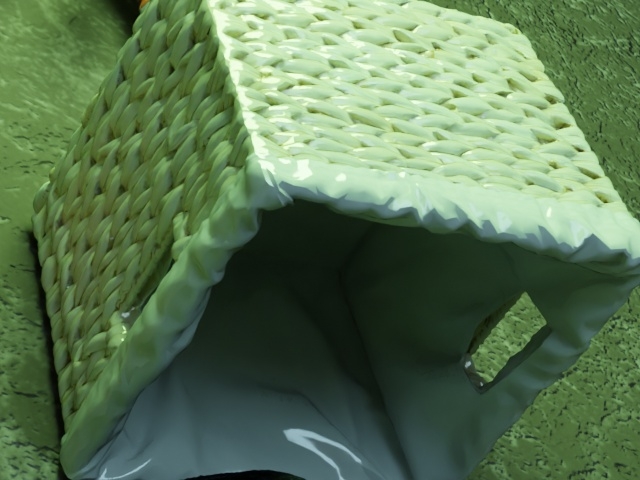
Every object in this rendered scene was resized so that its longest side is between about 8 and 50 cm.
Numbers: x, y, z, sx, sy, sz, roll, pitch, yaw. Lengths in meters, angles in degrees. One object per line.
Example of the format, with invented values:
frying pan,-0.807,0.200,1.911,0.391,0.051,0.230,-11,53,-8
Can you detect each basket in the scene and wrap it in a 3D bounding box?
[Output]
basket,0.000,0.000,1.399,0.331,0.328,0.266,10,44,-29

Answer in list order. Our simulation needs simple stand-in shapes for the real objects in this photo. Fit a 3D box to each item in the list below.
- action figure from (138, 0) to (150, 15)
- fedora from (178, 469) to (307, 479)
action figure,-0.116,-0.289,1.723,0.341,0.178,0.330,29,49,-6
fedora,-0.132,0.250,1.147,0.334,0.334,0.152,-16,93,-45
